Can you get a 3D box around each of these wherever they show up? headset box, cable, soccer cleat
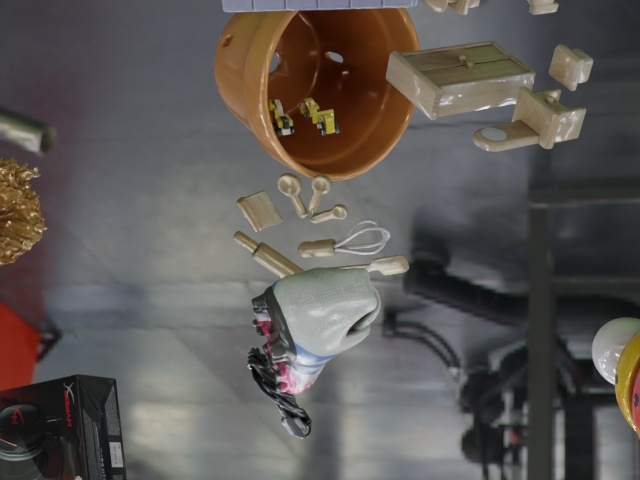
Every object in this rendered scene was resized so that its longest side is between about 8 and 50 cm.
[{"bbox_3d":[-0.419,0.317,1.632,0.293,0.218,0.110,-13,166,18],"label":"headset box"},{"bbox_3d":[-0.070,0.241,1.989,0.047,0.151,0.184,-30,137,3],"label":"cable"},{"bbox_3d":[0.001,0.105,1.399,0.143,0.116,0.331,-19,170,-7],"label":"soccer cleat"}]

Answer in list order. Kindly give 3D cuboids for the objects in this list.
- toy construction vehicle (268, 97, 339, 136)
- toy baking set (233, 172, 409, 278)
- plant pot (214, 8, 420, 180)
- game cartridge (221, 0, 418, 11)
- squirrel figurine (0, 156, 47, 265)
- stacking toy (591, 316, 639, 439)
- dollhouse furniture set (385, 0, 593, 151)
[{"bbox_3d":[-0.026,-0.178,1.676,0.085,0.098,0.035,-11,122,-10],"label":"toy construction vehicle"},{"bbox_3d":[-0.005,0.003,1.764,0.256,0.030,0.197,38,129,-13],"label":"toy baking set"},{"bbox_3d":[-0.022,-0.253,1.778,0.291,0.291,0.203,29,178,-41],"label":"plant pot"},{"bbox_3d":[0.008,-0.333,1.509,0.230,0.068,0.355,3,-161,2],"label":"game cartridge"},{"bbox_3d":[-0.496,0.048,1.376,0.281,0.397,0.370,23,150,-2],"label":"squirrel figurine"},{"bbox_3d":[0.569,0.233,1.822,0.350,0.351,0.480,15,-175,-21],"label":"stacking toy"},{"bbox_3d":[0.221,-0.337,1.529,0.173,0.303,0.356,-13,131,-28],"label":"dollhouse furniture set"}]
